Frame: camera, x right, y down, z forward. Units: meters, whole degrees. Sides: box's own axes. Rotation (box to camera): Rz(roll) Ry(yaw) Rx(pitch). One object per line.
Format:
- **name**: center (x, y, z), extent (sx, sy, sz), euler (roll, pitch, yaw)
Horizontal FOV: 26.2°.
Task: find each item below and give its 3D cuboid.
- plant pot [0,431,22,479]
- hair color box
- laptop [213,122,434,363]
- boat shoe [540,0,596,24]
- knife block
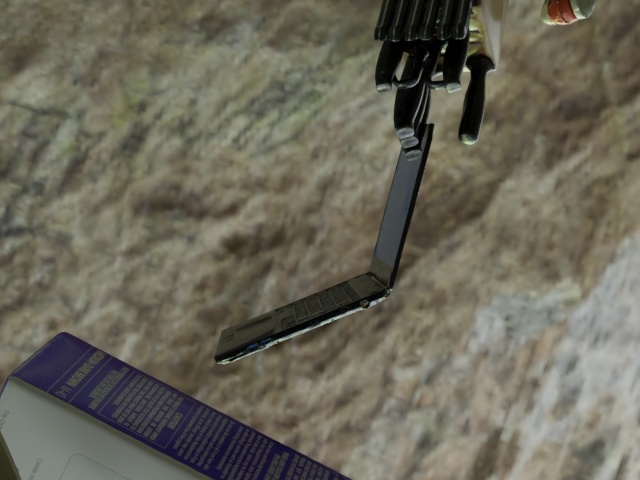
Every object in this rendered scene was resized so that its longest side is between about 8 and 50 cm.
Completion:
- **plant pot**: center (-0.138, 0.145, 0.479), extent (0.109, 0.096, 0.109), euler (-27, -22, -25)
- **hair color box**: center (-0.065, 0.221, 0.865), extent (0.185, 0.339, 0.110), euler (-63, -3, 15)
- **laptop**: center (0.000, 0.000, 1.343), extent (0.234, 0.264, 0.136), euler (-134, 22, -87)
- **boat shoe**: center (0.261, -0.256, 1.386), extent (0.049, 0.043, 0.137), euler (59, -140, -20)
- **knife block**: center (0.123, -0.207, 1.277), extent (0.275, 0.088, 0.242), euler (-35, -55, -67)
